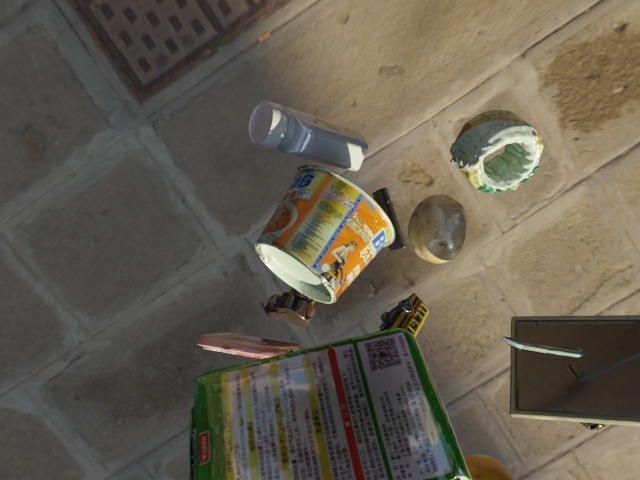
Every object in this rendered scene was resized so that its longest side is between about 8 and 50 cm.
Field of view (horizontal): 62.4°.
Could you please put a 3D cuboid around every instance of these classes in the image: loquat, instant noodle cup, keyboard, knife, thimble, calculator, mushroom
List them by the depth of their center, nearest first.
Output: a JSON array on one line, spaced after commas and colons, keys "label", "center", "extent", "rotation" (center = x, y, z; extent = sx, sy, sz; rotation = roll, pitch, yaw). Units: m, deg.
[{"label": "knife", "center": [0.425, 0.203, 0.995], "extent": [0.210, 0.028, 0.015], "rotation": [12, 120, -26]}, {"label": "calculator", "center": [-0.150, 0.244, 1.209], "extent": [0.219, 0.330, 0.048], "rotation": [9, 80, 11]}, {"label": "instant noodle cup", "center": [0.000, 0.000, 1.241], "extent": [0.296, 0.296, 0.214], "rotation": [39, 70, -9]}, {"label": "mushroom", "center": [0.282, -0.028, 1.249], "extent": [0.127, 0.166, 0.166], "rotation": [1, 102, -22]}, {"label": "loquat", "center": [0.445, 0.749, 1.514], "extent": [0.262, 0.263, 0.263], "rotation": [0, 101, -2]}, {"label": "keyboard", "center": [0.211, -0.064, 1.626], "extent": [0.060, 0.018, 0.196], "rotation": [-17, 90, 43]}, {"label": "thimble", "center": [0.579, -0.290, 1.747], "extent": [0.288, 0.167, 0.254], "rotation": [-6, 130, -17]}]

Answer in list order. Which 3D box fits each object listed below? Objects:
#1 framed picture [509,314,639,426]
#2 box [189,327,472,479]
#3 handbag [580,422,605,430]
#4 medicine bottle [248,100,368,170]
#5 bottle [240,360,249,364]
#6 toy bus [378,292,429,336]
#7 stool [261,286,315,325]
[{"label": "framed picture", "center": [0.553, 0.254, 1.069], "extent": [0.324, 0.241, 0.020], "rotation": [-5, 137, 25]}, {"label": "box", "center": [0.004, 0.198, 0.507], "extent": [0.249, 0.180, 0.103], "rotation": [-12, 137, -2]}, {"label": "handbag", "center": [0.652, 0.427, 1.270], "extent": [0.047, 0.111, 0.072], "rotation": [-42, 72, -4]}, {"label": "medicine bottle", "center": [-0.030, -0.261, 1.327], "extent": [0.296, 0.161, 0.111], "rotation": [7, 114, -38]}, {"label": "bottle", "center": [-0.152, 0.498, 1.847], "extent": [0.285, 0.082, 0.082], "rotation": [16, 100, 5]}, {"label": "toy bus", "center": [0.260, 0.311, 1.817], "extent": [0.123, 0.335, 0.121], "rotation": [47, 128, 0]}, {"label": "stool", "center": [-0.100, 0.215, 1.768], "extent": [0.125, 0.217, 0.121], "rotation": [48, 57, -40]}]
